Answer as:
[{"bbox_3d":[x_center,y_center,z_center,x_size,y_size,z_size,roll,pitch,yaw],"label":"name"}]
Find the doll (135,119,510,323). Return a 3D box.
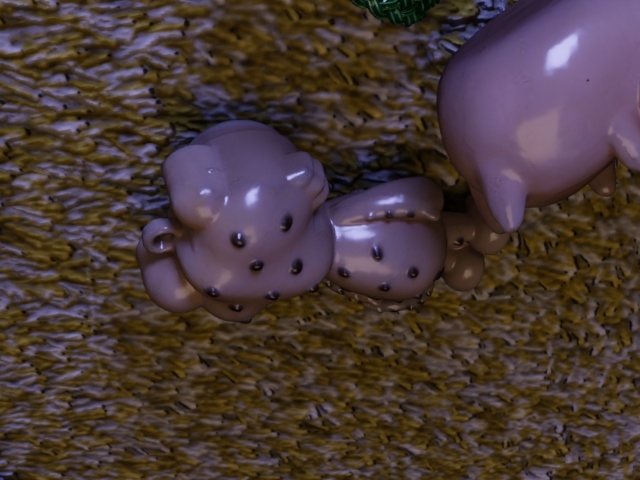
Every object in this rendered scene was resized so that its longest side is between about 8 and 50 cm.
[{"bbox_3d":[0.002,-0.001,1.036,0.278,0.119,0.154,9,136,-33],"label":"doll"}]

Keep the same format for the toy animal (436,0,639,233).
[{"bbox_3d":[0.196,-0.106,0.924,0.250,0.166,0.154,-17,94,-1],"label":"toy animal"}]

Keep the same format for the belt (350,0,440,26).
[{"bbox_3d":[0.030,-0.198,0.815,0.151,0.121,0.079,30,127,-29],"label":"belt"}]
